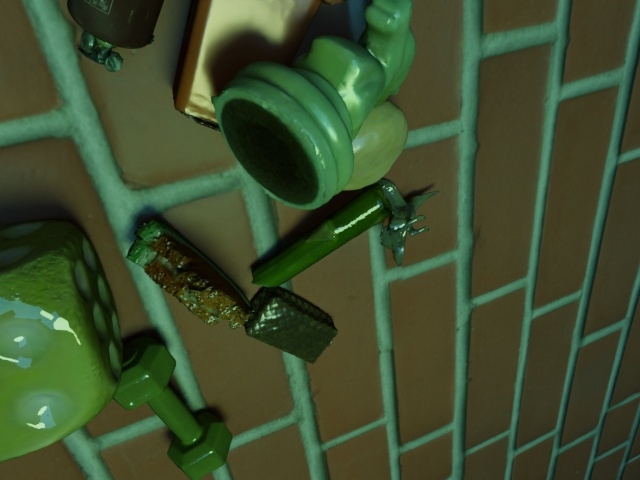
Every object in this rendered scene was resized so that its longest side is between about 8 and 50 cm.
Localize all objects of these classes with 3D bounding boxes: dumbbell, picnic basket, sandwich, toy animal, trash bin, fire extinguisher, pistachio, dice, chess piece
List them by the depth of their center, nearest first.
[{"bbox_3d":[-0.214,-0.307,0.473,0.104,0.105,0.269,17,127,-28],"label":"fire extinguisher"},{"bbox_3d":[0.030,-0.189,0.527,0.298,0.175,0.176,-48,126,-26],"label":"chess piece"},{"bbox_3d":[-0.091,-0.267,0.563,0.184,0.161,0.239,13,116,-27],"label":"trash bin"},{"bbox_3d":[-0.409,0.122,0.564,0.233,0.227,0.239,-16,117,-17],"label":"dice"},{"bbox_3d":[-0.194,0.079,0.683,0.079,0.159,0.235,-44,142,-4],"label":"sandwich"},{"bbox_3d":[0.050,-0.152,0.686,0.200,0.117,0.145,-29,101,-11],"label":"pistachio"},{"bbox_3d":[-0.270,0.307,0.777,0.121,0.108,0.302,-29,122,-9],"label":"dumbbell"},{"bbox_3d":[0.168,-0.041,0.803,0.155,0.095,0.219,-25,123,1],"label":"toy animal"},{"bbox_3d":[-0.055,0.169,0.835,0.193,0.055,0.110,33,98,-33],"label":"picnic basket"}]

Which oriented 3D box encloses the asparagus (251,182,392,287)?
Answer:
[{"bbox_3d":[0.001,0.002,0.745,0.277,0.067,0.060,-35,80,14],"label":"asparagus"}]
